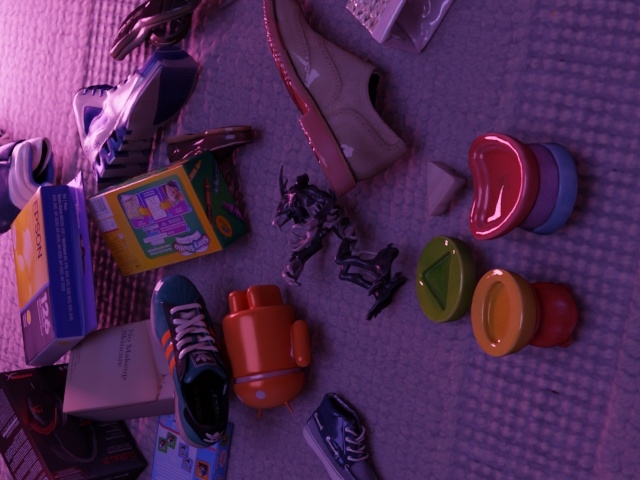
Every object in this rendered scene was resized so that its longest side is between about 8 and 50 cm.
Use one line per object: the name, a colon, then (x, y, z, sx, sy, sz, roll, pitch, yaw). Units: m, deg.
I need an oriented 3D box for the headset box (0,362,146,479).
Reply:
headset box: (-0.490, 0.386, 2.087, 0.110, 0.218, 0.293, -50, 61, 30)

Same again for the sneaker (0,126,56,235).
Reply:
sneaker: (-0.649, -0.188, 2.274, 0.236, 0.130, 0.322, -30, 69, 26)

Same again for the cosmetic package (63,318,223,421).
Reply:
cosmetic package: (-0.328, 0.239, 2.001, 0.309, 0.113, 0.160, -15, 64, 38)

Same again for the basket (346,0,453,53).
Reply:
basket: (0.131, -0.385, 1.646, 0.103, 0.113, 0.167, 45, 117, 31)

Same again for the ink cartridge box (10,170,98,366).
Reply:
ink cartridge box: (-0.513, 0.061, 2.070, 0.307, 0.072, 0.303, -37, 59, 57)

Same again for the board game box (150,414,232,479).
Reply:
board game box: (-0.244, 0.417, 2.005, 0.160, 0.039, 0.211, 15, 99, 38)

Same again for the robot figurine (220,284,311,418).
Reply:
robot figurine: (-0.093, 0.186, 1.824, 0.158, 0.128, 0.219, -10, 83, -1)

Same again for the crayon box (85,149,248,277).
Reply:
crayon box: (-0.280, -0.044, 1.959, 0.278, 0.081, 0.165, -14, 106, 39)

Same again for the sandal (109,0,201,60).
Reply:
sandal: (-0.289, -0.403, 2.000, 0.303, 0.086, 0.120, -19, 41, 53)

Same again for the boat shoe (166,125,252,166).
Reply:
boat shoe: (-0.196, -0.161, 1.939, 0.207, 0.073, 0.073, -6, 88, 46)

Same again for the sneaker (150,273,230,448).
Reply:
sneaker: (-0.206, 0.191, 1.816, 0.121, 0.108, 0.302, -41, 62, 62)

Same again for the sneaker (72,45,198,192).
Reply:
sneaker: (-0.378, -0.256, 2.043, 0.182, 0.127, 0.315, 50, 121, 24)

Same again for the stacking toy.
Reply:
stacking toy: (0.268, 0.005, 1.581, 0.279, 0.130, 0.309, -174, 88, -65)

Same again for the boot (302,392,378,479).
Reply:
boot: (0.047, 0.336, 1.752, 0.190, 0.069, 0.086, 45, 120, 31)

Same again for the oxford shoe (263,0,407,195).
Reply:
oxford shoe: (0.018, -0.260, 1.754, 0.146, 0.140, 0.397, -24, 67, 3)

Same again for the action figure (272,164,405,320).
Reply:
action figure: (0.000, 0.000, 1.729, 0.276, 0.141, 0.164, 41, 158, 24)

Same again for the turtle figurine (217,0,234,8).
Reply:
turtle figurine: (-0.090, -0.544, 1.827, 0.266, 0.274, 0.197, 4, 70, 19)
